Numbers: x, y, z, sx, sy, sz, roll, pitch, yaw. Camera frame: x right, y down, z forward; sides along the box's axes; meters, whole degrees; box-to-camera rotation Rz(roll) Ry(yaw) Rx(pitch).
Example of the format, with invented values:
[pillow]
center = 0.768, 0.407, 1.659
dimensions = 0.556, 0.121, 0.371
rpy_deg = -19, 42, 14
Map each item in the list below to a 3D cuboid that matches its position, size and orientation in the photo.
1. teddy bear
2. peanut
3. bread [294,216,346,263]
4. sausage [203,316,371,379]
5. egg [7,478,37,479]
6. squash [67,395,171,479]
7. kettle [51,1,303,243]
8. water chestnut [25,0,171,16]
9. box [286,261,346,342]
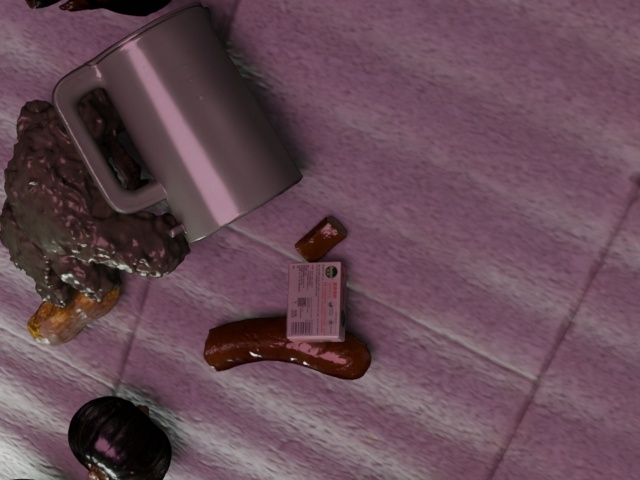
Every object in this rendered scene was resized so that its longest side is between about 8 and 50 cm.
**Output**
[teddy bear]
center = -0.415, -0.058, 1.910
dimensions = 0.367, 0.224, 0.357
rpy_deg = -29, 83, 54
[peanut]
center = -0.434, 0.122, 2.032
dimensions = 0.206, 0.087, 0.087
rpy_deg = -32, 95, 27
[bread]
center = 0.000, 0.000, 1.838
dimensions = 0.047, 0.036, 0.083
rpy_deg = 47, 121, -2
[sausage]
center = -0.063, 0.175, 1.905
dimensions = 0.302, 0.076, 0.103
rpy_deg = -1, 118, 24
[egg]
center = -0.545, 0.585, 2.161
dimensions = 0.238, 0.238, 0.289
rpy_deg = -37, 96, 29
[squash]
center = -0.354, 0.362, 2.043
dimensions = 0.193, 0.156, 0.193
rpy_deg = 50, 157, 30
[kettle]
center = -0.214, -0.165, 1.760
dimensions = 0.265, 0.205, 0.318
rpy_deg = -27, 97, 14
[water chestnut]
center = -0.308, -0.446, 1.670
dimensions = 0.289, 0.289, 0.244
rpy_deg = 6, 86, 20
[box]
center = -0.006, 0.098, 1.833
dimensions = 0.089, 0.043, 0.125
rpy_deg = -1, 76, 15
